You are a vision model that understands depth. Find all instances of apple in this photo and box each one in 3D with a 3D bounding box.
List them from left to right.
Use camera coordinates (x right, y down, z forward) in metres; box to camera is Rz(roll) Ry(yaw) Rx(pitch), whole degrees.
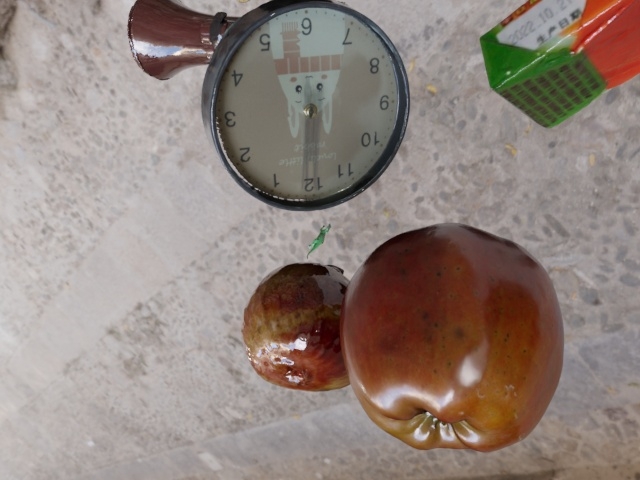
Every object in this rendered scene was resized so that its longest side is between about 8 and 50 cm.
[{"bbox_3d":[0.126,0.096,0.557,0.233,0.234,0.234,18,133,21],"label":"apple"}]

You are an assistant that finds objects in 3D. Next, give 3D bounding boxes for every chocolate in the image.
[{"bbox_3d":[0.573,-0.437,1.224,0.341,0.360,0.162,-34,65,33],"label":"chocolate"}]

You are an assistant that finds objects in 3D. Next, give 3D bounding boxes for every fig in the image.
[{"bbox_3d":[-0.012,0.116,0.775,0.205,0.205,0.205,18,133,21],"label":"fig"}]

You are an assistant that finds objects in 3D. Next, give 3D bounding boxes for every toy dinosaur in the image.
[{"bbox_3d":[0.000,0.000,1.158,0.021,0.083,0.062,34,134,-18],"label":"toy dinosaur"}]

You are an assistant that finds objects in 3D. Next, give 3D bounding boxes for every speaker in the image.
[{"bbox_3d":[-0.225,-0.413,1.223,0.329,0.198,0.259,18,157,21],"label":"speaker"}]

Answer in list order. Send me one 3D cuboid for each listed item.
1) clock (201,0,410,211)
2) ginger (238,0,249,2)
[{"bbox_3d":[-0.019,-0.235,0.985,0.076,0.386,0.386,-126,15,-59],"label":"clock"},{"bbox_3d":[-0.098,-0.411,0.673,0.115,0.081,0.206,-19,99,26],"label":"ginger"}]
